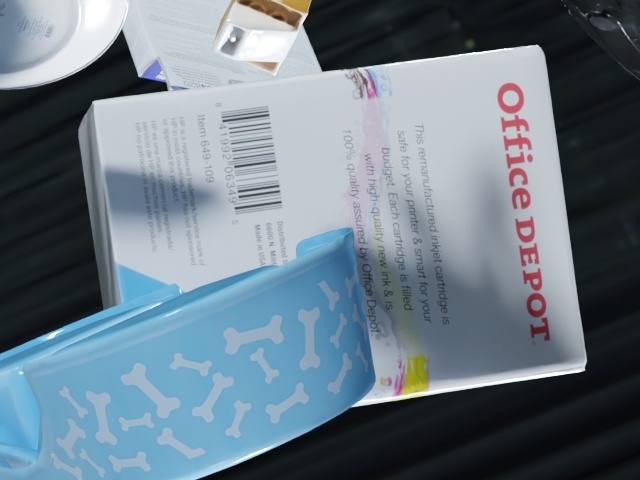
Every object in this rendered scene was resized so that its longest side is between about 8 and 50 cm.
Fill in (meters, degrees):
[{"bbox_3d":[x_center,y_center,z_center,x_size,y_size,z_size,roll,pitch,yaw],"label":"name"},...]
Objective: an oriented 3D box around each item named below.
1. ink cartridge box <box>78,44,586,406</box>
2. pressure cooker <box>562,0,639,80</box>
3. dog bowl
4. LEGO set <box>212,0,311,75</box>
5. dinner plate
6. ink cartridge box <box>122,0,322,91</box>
[{"bbox_3d":[0.000,0.000,1.155,0.197,0.270,0.198,174,-92,-80],"label":"ink cartridge box"},{"bbox_3d":[0.358,-0.252,0.954,0.370,0.420,0.375,33,-12,-34],"label":"pressure cooker"},{"bbox_3d":[-0.089,0.071,0.889,0.297,0.166,0.074,-18,-85,51],"label":"dog bowl"},{"bbox_3d":[-0.020,-0.206,0.839,0.287,0.132,0.107,72,0,-59],"label":"LEGO set"},{"bbox_3d":[-0.168,-0.121,0.936,0.141,0.141,0.017,64,17,-50],"label":"dinner plate"},{"bbox_3d":[-0.101,-0.199,1.965,0.223,0.045,0.224,10,40,-32],"label":"ink cartridge box"}]
